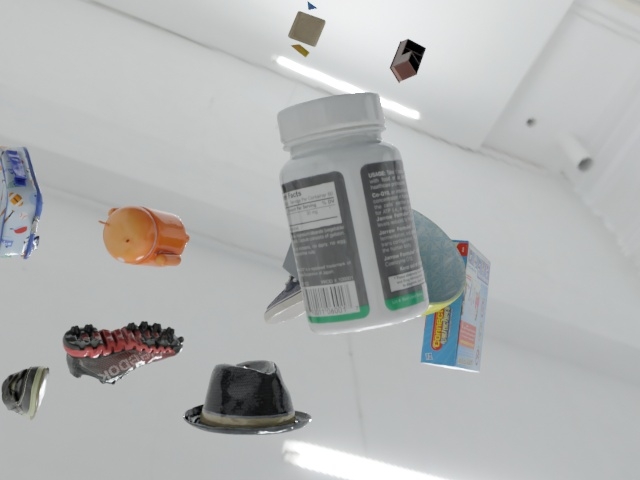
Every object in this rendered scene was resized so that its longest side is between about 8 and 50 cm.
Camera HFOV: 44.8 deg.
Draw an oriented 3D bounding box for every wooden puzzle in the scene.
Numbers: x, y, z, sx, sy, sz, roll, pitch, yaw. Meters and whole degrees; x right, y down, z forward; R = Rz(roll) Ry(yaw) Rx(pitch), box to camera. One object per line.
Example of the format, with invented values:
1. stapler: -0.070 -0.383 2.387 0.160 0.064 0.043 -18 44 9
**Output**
1. wooden puzzle: -0.032 -0.488 1.797 0.079 0.116 0.014 31 -174 12

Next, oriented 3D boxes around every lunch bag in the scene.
1. lunch bag: -0.818 -0.106 2.066 0.115 0.243 0.303 4 -145 -35

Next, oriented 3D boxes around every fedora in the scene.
1. fedora: -0.181 0.377 1.915 0.334 0.152 0.334 0 178 0

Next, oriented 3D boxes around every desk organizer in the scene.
1. desk organizer: 0.209 -0.433 1.844 0.047 0.050 0.130 52 -142 -28

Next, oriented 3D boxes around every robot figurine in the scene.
1. robot figurine: -0.376 -0.009 1.661 0.219 0.128 0.158 12 -116 -65

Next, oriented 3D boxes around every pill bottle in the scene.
1. pill bottle: 0.046 -0.044 1.256 0.204 0.204 0.360 -12 -88 -50

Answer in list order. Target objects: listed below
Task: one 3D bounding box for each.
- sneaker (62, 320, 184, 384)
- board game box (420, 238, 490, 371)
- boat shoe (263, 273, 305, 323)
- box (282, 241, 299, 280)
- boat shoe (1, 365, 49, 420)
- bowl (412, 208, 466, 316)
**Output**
1. sneaker: -0.457 0.264 1.797 0.276 0.135 0.097 0 -153 -27
2. board game box: 0.347 0.172 1.961 0.086 0.301 0.308 5 170 23
3. boat shoe: -0.060 0.126 2.489 0.127 0.341 0.158 24 -143 -60
4. box: 0.000 0.000 2.088 0.103 0.261 0.184 36 -110 4
5. boat shoe: -0.530 0.270 1.379 0.074 0.223 0.080 19 -118 -14
6. bowl: 0.159 0.068 1.720 0.290 0.156 0.289 19 -137 -18
